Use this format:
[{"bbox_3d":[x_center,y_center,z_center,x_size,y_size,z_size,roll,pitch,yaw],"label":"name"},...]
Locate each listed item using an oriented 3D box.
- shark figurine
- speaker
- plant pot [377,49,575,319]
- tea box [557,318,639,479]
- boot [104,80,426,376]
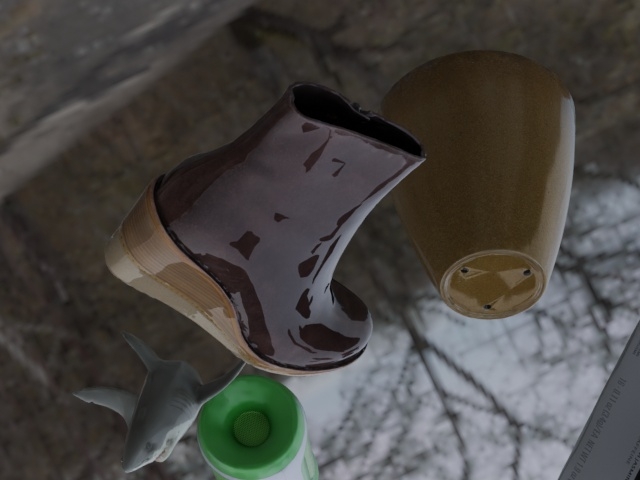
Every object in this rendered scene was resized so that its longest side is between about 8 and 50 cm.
[{"bbox_3d":[-0.177,0.143,1.748,0.166,0.116,0.278,-46,-171,-9],"label":"shark figurine"},{"bbox_3d":[-0.070,0.248,1.971,0.131,0.131,0.296,-25,160,-6],"label":"speaker"},{"bbox_3d":[0.186,-0.043,1.915,0.237,0.237,0.254,-25,-137,22],"label":"plant pot"},{"bbox_3d":[0.400,0.214,1.193,0.220,0.329,0.323,-64,-149,4],"label":"tea box"},{"bbox_3d":[0.000,0.000,1.161,0.248,0.090,0.207,24,133,-39],"label":"boot"}]
